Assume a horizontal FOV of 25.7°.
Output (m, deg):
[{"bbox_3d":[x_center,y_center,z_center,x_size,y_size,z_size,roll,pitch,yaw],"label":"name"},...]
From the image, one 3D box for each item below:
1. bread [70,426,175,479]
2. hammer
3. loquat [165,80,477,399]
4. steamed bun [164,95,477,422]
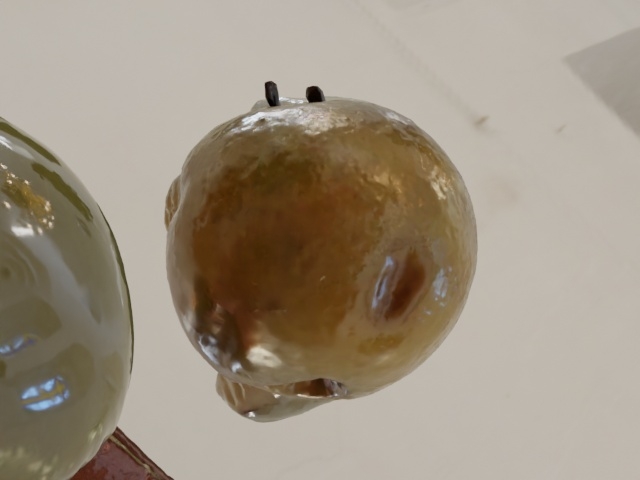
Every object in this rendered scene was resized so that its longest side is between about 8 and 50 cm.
[{"bbox_3d":[-0.164,0.148,0.878,0.119,0.067,0.192,-35,-69,29],"label":"bread"},{"bbox_3d":[-0.115,0.122,0.390,0.202,0.113,0.305,-15,-79,27],"label":"hammer"},{"bbox_3d":[0.003,0.002,0.909,0.213,0.213,0.213,12,-67,30],"label":"loquat"},{"bbox_3d":[0.024,0.023,1.464,0.394,0.237,0.346,31,-65,48],"label":"steamed bun"}]
